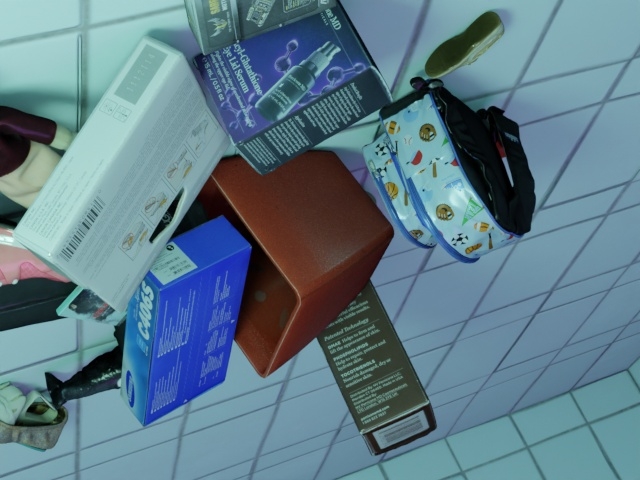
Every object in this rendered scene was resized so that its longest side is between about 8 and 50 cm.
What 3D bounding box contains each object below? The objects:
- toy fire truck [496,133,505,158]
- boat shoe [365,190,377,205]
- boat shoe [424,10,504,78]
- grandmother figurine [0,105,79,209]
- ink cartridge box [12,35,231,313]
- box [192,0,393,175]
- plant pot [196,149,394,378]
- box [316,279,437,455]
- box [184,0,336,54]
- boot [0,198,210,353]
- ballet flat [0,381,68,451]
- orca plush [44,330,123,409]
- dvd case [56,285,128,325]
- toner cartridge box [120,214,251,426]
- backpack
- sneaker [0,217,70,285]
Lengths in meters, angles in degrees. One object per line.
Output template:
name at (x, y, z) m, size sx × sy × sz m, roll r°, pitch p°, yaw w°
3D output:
toy fire truck at (0.250, -0.123, 2.059) m, size 0.192 × 0.047 × 0.135 m, roll -21°, pitch 155°, yaw -9°
boat shoe at (0.000, 0.000, 2.005) m, size 0.233 × 0.084 × 0.079 m, roll -27°, pitch 144°, yaw -3°
boat shoe at (0.218, -0.283, 1.712) m, size 0.135 × 0.050 × 0.045 m, roll -35°, pitch 149°, yaw 17°
grandmother figurine at (-0.395, -0.109, 1.409) m, size 0.207 × 0.104 × 0.342 m, roll -26°, pitch 153°, yaw 8°
ink cartridge box at (-0.243, -0.074, 1.472) m, size 0.296 × 0.066 × 0.261 m, roll -59°, pitch 163°, yaw -12°
box at (-0.035, -0.209, 1.492) m, size 0.207 × 0.153 × 0.108 m, roll -31°, pitch 154°, yaw 7°
plant pot at (-0.044, 0.008, 1.811) m, size 0.235 × 0.267 × 0.267 m, roll -27°, pitch 158°, yaw -29°
box at (0.066, 0.177, 2.068) m, size 0.143 × 0.381 × 0.191 m, roll -24°, pitch 155°, yaw 0°
box at (-0.074, -0.331, 1.329) m, size 0.183 × 0.056 × 0.231 m, roll -22°, pitch 155°, yaw -8°
boot at (-0.413, 0.103, 1.730) m, size 0.445 × 0.146 × 0.367 m, roll -14°, pitch 142°, yaw -34°
ballet flat at (-0.565, 0.313, 2.087) m, size 0.106 × 0.107 × 0.316 m, roll -50°, pitch 158°, yaw 2°
orca plush at (-0.367, 0.201, 2.094) m, size 0.287 × 0.102 × 0.151 m, roll -15°, pitch -160°, yaw -1°
dvd case at (-0.312, 0.086, 1.665) m, size 0.087 × 0.013 × 0.119 m, roll -44°, pitch 148°, yaw 19°
toner cartridge box at (-0.210, 0.128, 1.741) m, size 0.165 × 0.075 × 0.348 m, roll -26°, pitch 149°, yaw -32°
backpack at (0.207, -0.094, 1.816) m, size 0.213 × 0.263 × 0.276 m, roll -38°, pitch 154°, yaw 25°
sneaker at (-0.466, 0.029, 1.478) m, size 0.313 × 0.116 × 0.136 m, roll 16°, pitch 91°, yaw -31°
